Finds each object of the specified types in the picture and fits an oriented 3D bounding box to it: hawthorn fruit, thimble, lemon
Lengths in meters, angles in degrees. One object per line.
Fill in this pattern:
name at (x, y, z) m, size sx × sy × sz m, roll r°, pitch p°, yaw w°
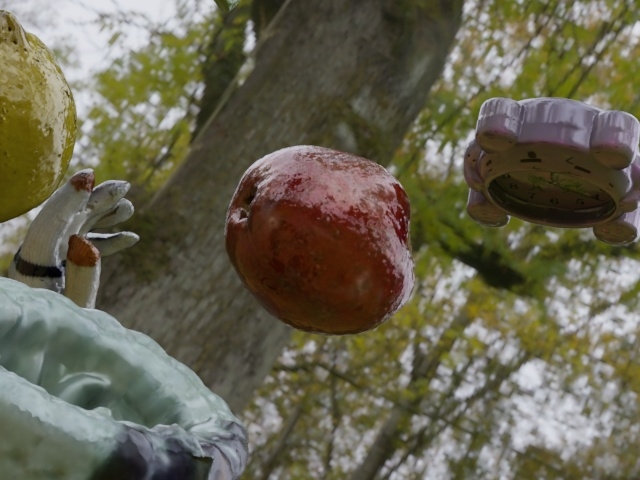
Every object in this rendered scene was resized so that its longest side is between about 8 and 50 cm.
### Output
hawthorn fruit at (0.000, 0.000, 1.692) m, size 0.284 × 0.284 × 0.284 m, roll 23°, pitch -30°, yaw 14°
thimble at (-0.169, 0.124, 0.703) m, size 0.237 × 0.150 × 0.237 m, roll 30°, pitch 6°, yaw -4°
lemon at (-0.292, -0.104, 1.014) m, size 0.173 × 0.173 × 0.206 m, roll 26°, pitch -55°, yaw 9°

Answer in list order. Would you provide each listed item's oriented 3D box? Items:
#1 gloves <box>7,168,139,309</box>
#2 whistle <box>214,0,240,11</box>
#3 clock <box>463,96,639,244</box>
gloves at (-0.281, 0.023, 1.313) m, size 0.131 × 0.140 × 0.218 m, roll 9°, pitch -68°, yaw 9°
whistle at (-0.078, -0.383, 1.540) m, size 0.085 × 0.227 × 0.105 m, roll 7°, pitch -32°, yaw 40°
clock at (0.374, -0.112, 1.909) m, size 0.295 × 0.113 × 0.322 m, roll 9°, pitch -21°, yaw 14°
